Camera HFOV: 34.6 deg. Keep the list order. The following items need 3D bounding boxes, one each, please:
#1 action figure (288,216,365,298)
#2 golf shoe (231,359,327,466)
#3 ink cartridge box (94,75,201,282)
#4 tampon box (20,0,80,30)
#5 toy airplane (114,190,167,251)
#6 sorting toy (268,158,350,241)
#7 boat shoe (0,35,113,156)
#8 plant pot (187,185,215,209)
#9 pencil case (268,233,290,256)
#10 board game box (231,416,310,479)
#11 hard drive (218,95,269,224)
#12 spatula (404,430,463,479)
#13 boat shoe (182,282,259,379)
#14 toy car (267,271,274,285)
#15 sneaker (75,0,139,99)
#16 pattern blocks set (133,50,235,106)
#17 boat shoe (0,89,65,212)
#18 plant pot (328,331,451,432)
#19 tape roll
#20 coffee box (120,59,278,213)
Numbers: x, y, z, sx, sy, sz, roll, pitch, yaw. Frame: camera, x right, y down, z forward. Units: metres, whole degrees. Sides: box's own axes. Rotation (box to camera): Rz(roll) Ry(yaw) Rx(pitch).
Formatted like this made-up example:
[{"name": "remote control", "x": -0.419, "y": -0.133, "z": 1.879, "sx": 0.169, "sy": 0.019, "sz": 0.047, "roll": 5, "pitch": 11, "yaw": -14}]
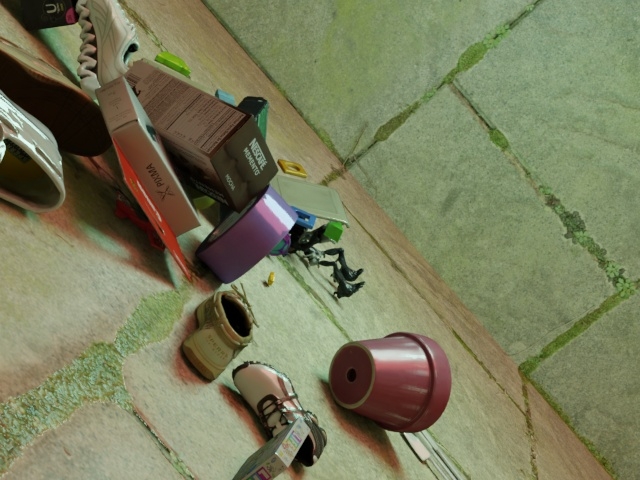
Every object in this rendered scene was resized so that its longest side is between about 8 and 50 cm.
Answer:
[{"name": "action figure", "x": 0.000, "y": 0.000, "z": 2.426, "sx": 0.275, "sy": 0.141, "sz": 0.164, "roll": 47, "pitch": 25, "yaw": -16}, {"name": "golf shoe", "x": -0.062, "y": 0.270, "z": 1.603, "sx": 0.198, "sy": 0.077, "sz": 0.094, "roll": 46, "pitch": 14, "yaw": -11}, {"name": "ink cartridge box", "x": -0.271, "y": -0.100, "z": 1.704, "sx": 0.239, "sy": 0.060, "sz": 0.275, "roll": 62, "pitch": -2, "yaw": 42}, {"name": "tampon box", "x": -0.532, "y": -0.495, "z": 2.053, "sx": 0.161, "sy": 0.102, "sz": 0.120, "roll": -92, "pitch": 174, "yaw": -70}, {"name": "toy airplane", "x": -0.300, "y": -0.026, "z": 1.757, "sx": 0.151, "sy": 0.028, "sz": 0.151, "roll": 46, "pitch": 12, "yaw": -12}, {"name": "sorting toy", "x": -0.036, "y": -0.088, "z": 2.363, "sx": 0.196, "sy": 0.047, "sz": 0.347, "roll": 17, "pitch": 24, "yaw": -17}, {"name": "boat shoe", "x": -0.464, "y": -0.248, "z": 1.685, "sx": 0.302, "sy": 0.109, "sz": 0.098, "roll": 34, "pitch": 20, "yaw": -34}, {"name": "plant pot", "x": -0.244, "y": -0.111, "z": 2.006, "sx": 0.134, "sy": 0.134, "sz": 0.095, "roll": 56, "pitch": -12, "yaw": 26}, {"name": "pencil case", "x": -0.108, "y": -0.026, "z": 2.286, "sx": 0.151, "sy": 0.070, "sz": 0.064, "roll": -113, "pitch": 179, "yaw": -56}, {"name": "board game box", "x": -0.074, "y": 0.304, "z": 1.409, "sx": 0.026, "sy": 0.103, "sz": 0.154, "roll": 50, "pitch": 14, "yaw": 1}, {"name": "hard drive", "x": -0.164, "y": -0.173, "z": 2.221, "sx": 0.064, "sy": 0.236, "sz": 0.339, "roll": 6, "pitch": 17, "yaw": 2}, {"name": "spatula", "x": 0.261, "y": 0.486, "z": 2.190, "sx": 0.242, "sy": 0.019, "sz": 0.168, "roll": 53, "pitch": 8, "yaw": 10}, {"name": "boat shoe", "x": -0.145, "y": 0.137, "z": 1.672, "sx": 0.104, "sy": 0.089, "sz": 0.285, "roll": 46, "pitch": 13, "yaw": -10}, {"name": "toy car", "x": -0.135, "y": 0.043, "z": 2.127, "sx": 0.040, "sy": 0.060, "sz": 0.122, "roll": 116, "pitch": -36, "yaw": -57}, {"name": "sneaker", "x": -0.416, "y": -0.420, "z": 2.022, "sx": 0.110, "sy": 0.118, "sz": 0.292, "roll": 63, "pitch": 22, "yaw": -81}, {"name": "pattern blocks set", "x": -0.330, "y": -0.333, "z": 2.278, "sx": 0.325, "sy": 0.026, "sz": 0.285, "roll": 27, "pitch": 31, "yaw": -19}, {"name": "boat shoe", "x": -0.459, "y": -0.125, "z": 1.339, "sx": 0.156, "sy": 0.136, "sz": 0.367, "roll": 61, "pitch": 8, "yaw": 31}, {"name": "plant pot", "x": 0.123, "y": 0.270, "z": 1.995, "sx": 0.180, "sy": 0.201, "sz": 0.201, "roll": 14, "pitch": 35, "yaw": -42}, {"name": "tape roll", "x": -0.137, "y": -0.012, "z": 1.898, "sx": 0.080, "sy": 0.189, "sz": 0.189, "roll": 46, "pitch": 14, "yaw": -11}, {"name": "coffee box", "x": -0.240, "y": -0.191, "z": 1.880, "sx": 0.297, "sy": 0.119, "sz": 0.168, "roll": 29, "pitch": -22, "yaw": 30}]
